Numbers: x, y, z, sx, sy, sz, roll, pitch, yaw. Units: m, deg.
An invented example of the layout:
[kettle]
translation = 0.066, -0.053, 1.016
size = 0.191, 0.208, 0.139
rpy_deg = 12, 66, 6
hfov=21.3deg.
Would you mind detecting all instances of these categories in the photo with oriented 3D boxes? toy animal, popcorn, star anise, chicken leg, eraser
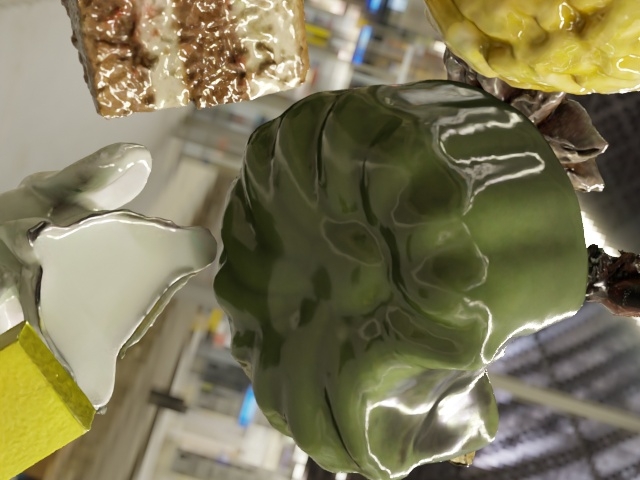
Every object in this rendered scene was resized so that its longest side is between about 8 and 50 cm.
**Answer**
[toy animal]
translation = -0.255, 0.035, 1.602
size = 0.289, 0.174, 0.249
rpy_deg = -18, -146, 45
[popcorn]
translation = 0.300, -0.323, 1.973
size = 0.354, 0.390, 0.344
rpy_deg = -43, 149, 19
[star anise]
translation = 0.286, -0.187, 2.449
size = 0.117, 0.331, 0.331
rpy_deg = -41, 171, -18
[chicken leg]
translation = 0.334, 0.047, 1.601
size = 0.105, 0.234, 0.063
rpy_deg = -16, 109, -49
[eraser]
translation = -0.251, 0.133, 1.318
size = 0.122, 0.097, 0.045
rpy_deg = -30, -164, 13

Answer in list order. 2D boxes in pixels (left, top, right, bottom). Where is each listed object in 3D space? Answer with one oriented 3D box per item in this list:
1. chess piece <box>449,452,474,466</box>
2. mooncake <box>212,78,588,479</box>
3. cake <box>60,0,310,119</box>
[chess piece]
translation = 0.111, 0.248, 2.169
size = 0.060, 0.172, 0.060
rpy_deg = 6, 90, -73
[mooncake]
translation = 0.056, 0.023, 1.474
size = 0.351, 0.187, 0.351
rpy_deg = 13, -73, 51
[cake]
translation = -0.174, -0.316, 2.095
size = 0.282, 0.290, 0.255
rpy_deg = -116, -163, -62
